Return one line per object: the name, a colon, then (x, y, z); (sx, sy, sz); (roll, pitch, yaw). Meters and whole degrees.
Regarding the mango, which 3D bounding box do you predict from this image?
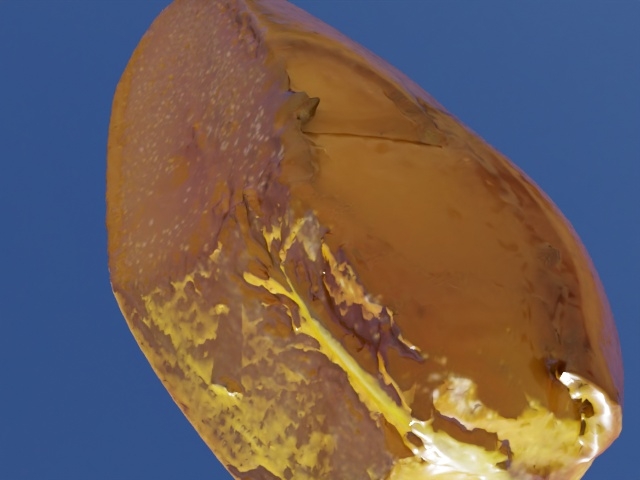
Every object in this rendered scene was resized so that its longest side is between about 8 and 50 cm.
mango: (0.000, 0.000, 0.749); (0.201, 0.199, 0.350); (-28, -132, -7)
